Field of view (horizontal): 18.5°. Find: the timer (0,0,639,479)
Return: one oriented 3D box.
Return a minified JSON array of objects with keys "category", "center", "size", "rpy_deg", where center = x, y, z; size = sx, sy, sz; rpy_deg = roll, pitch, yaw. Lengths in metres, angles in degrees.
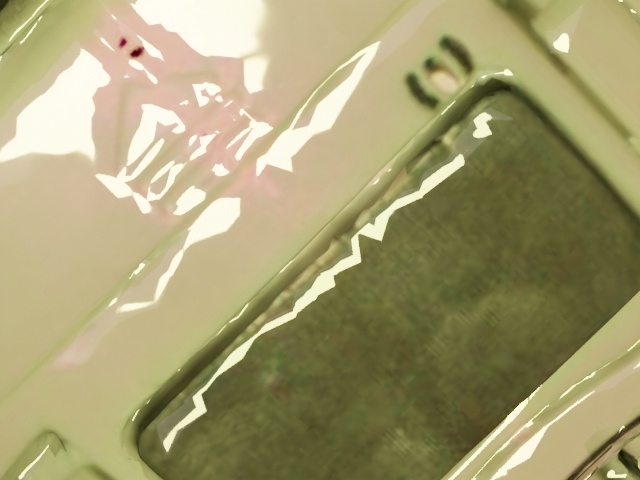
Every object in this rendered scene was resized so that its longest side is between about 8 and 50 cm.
[{"category":"timer","center":[0.000,0.000,0.412],"size":[0.191,0.069,0.208],"rpy_deg":[40,95,-23]}]
